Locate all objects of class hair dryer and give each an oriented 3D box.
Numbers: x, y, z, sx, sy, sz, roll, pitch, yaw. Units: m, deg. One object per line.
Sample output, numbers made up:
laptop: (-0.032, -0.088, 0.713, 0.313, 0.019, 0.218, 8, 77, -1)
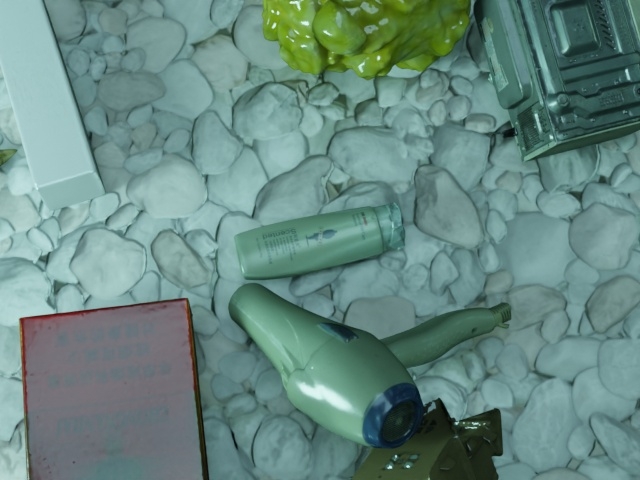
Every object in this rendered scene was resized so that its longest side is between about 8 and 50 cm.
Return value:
hair dryer: (0.034, 0.107, 1.174, 0.296, 0.119, 0.298, 18, 31, 29)

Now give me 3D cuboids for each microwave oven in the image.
microwave oven: (0.313, -0.242, 1.283, 0.194, 0.145, 0.240, -14, 87, -12)

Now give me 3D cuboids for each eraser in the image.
eraser: (-0.361, -0.191, 1.301, 0.078, 0.076, 0.298, -19, 71, -8)

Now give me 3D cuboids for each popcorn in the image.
popcorn: (0.047, -0.321, 1.289, 0.250, 0.235, 0.242, -25, 47, -30)

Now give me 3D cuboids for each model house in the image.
model house: (0.137, 0.264, 1.135, 0.248, 0.176, 0.181, -40, 113, -49)

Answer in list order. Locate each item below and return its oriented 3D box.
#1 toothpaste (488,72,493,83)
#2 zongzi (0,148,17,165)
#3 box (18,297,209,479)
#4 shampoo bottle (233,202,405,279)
toothpaste: (0.327, -0.238, 1.371, 0.204, 0.031, 0.049, -11, 87, -7)
zongzi: (-0.447, -0.112, 1.291, 0.076, 0.040, 0.083, 33, 60, 16)
box: (-0.230, 0.234, 1.143, 0.197, 0.089, 0.313, -6, 70, -6)
shampoo bottle: (0.000, 0.000, 1.259, 0.212, 0.049, 0.072, -15, 67, -8)
